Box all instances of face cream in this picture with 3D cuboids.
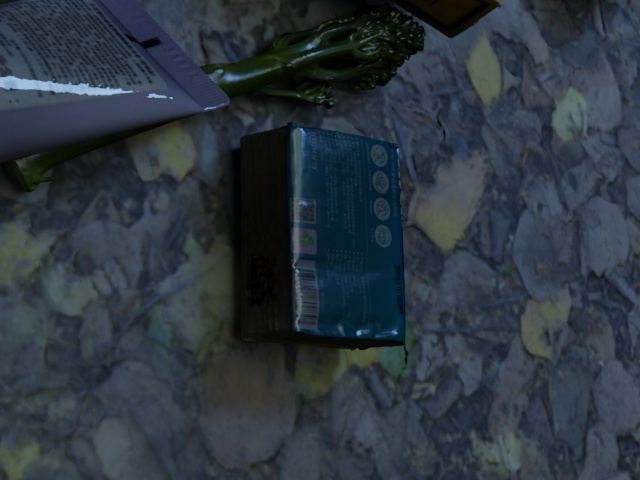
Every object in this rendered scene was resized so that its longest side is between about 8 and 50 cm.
[{"bbox_3d":[-0.207,-0.112,0.953,0.274,0.096,0.154,-23,57,-40],"label":"face cream"}]

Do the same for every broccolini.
[{"bbox_3d":[-0.075,-0.107,1.091,0.392,0.079,0.074,-25,106,-31],"label":"broccolini"}]

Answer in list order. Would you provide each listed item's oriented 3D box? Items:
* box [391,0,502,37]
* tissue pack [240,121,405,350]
[{"bbox_3d":[0.097,-0.349,1.171,0.193,0.084,0.301,29,65,-20],"label":"box"},{"bbox_3d":[0.000,0.000,1.095,0.120,0.082,0.169,7,75,-37],"label":"tissue pack"}]
